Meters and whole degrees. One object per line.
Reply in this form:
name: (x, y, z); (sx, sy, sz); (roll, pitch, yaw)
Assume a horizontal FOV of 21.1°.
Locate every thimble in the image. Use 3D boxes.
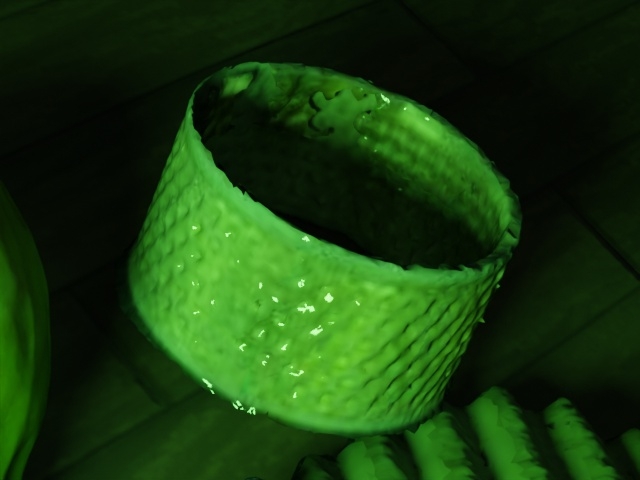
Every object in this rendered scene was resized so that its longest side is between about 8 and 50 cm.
thimble: (0.000, 0.000, 1.238); (0.271, 0.150, 0.271); (17, 31, -11)

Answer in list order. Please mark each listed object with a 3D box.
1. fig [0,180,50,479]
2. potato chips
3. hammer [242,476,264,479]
fig: (-0.271, 0.070, 1.077); (0.233, 0.233, 0.314); (-49, 127, -45)
potato chips: (0.126, 0.223, 1.117); (0.358, 0.070, 0.429); (-5, 27, -5)
hammer: (-0.085, 0.224, 1.065); (0.116, 0.069, 0.194); (32, 61, 5)
